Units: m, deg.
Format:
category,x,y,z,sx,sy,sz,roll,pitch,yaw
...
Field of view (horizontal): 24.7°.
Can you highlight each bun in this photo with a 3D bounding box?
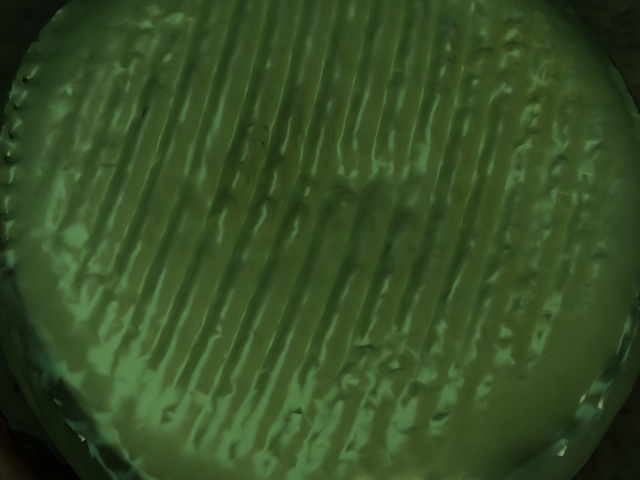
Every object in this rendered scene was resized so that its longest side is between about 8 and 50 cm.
category,x,y,z,sx,sy,sz,roll,pitch,yaw
bun,0.000,0.000,0.607,0.287,0.146,0.287,0,75,-1

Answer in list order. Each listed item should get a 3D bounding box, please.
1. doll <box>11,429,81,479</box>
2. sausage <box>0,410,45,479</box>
category,x,y,z,sx,sy,sz,roll,pitch,yaw
doll,-0.095,0.213,0.594,0.154,0.119,0.278,-35,79,3
sausage,-0.088,0.126,0.542,0.043,0.043,0.186,-44,86,-1
